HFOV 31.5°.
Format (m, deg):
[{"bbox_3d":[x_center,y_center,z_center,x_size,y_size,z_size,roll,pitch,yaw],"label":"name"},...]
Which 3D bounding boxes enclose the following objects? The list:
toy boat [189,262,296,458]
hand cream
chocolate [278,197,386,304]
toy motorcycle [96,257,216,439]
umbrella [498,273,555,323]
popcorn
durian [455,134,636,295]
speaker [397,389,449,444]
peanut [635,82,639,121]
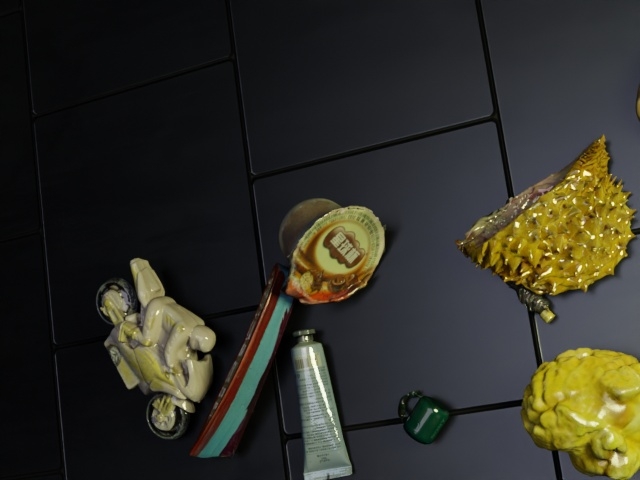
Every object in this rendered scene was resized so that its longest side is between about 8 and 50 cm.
[{"bbox_3d":[-0.134,0.231,2.097,0.079,0.136,0.392,22,93,-6],"label":"toy boat"},{"bbox_3d":[-0.010,0.297,2.060,0.091,0.058,0.272,-12,82,11],"label":"hand cream"},{"bbox_3d":[-0.004,0.006,2.042,0.147,0.221,0.221,36,99,48],"label":"chocolate"},{"bbox_3d":[-0.303,0.198,2.173,0.222,0.107,0.341,-34,77,26],"label":"toy motorcycle"},{"bbox_3d":[0.345,0.083,1.933,0.037,0.040,0.144,-42,69,1],"label":"umbrella"},{"bbox_3d":[0.436,0.280,1.808,0.200,0.225,0.203,35,143,56],"label":"popcorn"},{"bbox_3d":[0.406,-0.011,1.877,0.305,0.185,0.196,-35,90,-3],"label":"durian"},{"bbox_3d":[0.171,0.302,1.971,0.094,0.060,0.075,35,97,24],"label":"speaker"},{"bbox_3d":[0.627,-0.227,1.807,0.233,0.110,0.197,34,98,26],"label":"peanut"}]
